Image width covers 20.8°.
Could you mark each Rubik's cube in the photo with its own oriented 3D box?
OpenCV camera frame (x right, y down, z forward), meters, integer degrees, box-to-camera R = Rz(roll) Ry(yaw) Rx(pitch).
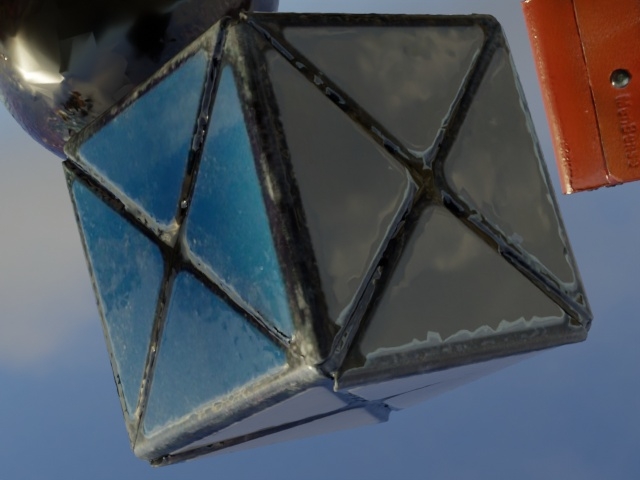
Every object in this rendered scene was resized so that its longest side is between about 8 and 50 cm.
[{"bbox_3d":[0.000,0.000,1.239,0.255,0.260,0.259,-5,167,-37],"label":"Rubik's cube"}]

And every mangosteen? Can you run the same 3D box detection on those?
[{"bbox_3d":[-0.196,-0.223,1.689,0.330,0.330,0.330,-20,-165,5],"label":"mangosteen"}]

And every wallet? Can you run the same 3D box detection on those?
[{"bbox_3d":[0.287,-0.156,1.719,0.142,0.204,0.045,-12,-177,14],"label":"wallet"}]
